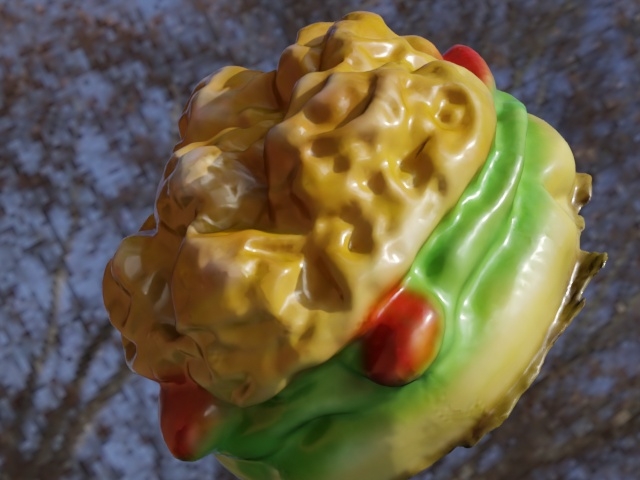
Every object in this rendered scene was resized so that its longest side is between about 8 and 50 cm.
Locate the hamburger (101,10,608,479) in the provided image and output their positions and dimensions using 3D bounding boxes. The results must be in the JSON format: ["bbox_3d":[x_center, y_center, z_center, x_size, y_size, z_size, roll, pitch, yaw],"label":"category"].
[{"bbox_3d":[0.000,0.000,0.869,0.237,0.237,0.149,0,-37,51],"label":"hamburger"}]
